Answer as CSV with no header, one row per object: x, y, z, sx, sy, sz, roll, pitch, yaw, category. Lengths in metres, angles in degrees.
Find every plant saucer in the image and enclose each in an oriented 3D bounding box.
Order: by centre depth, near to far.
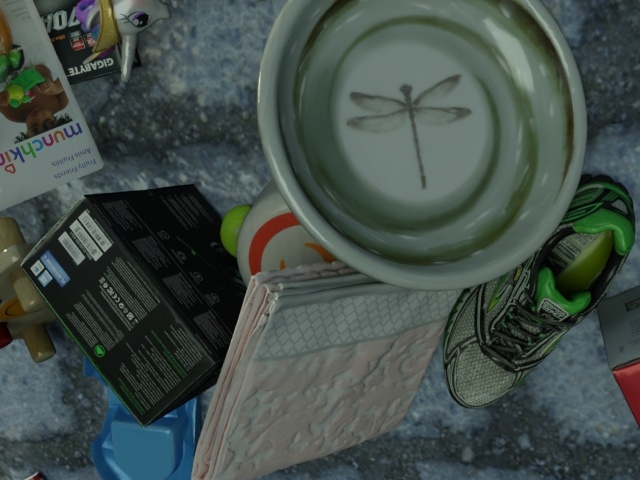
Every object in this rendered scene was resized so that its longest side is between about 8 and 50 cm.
0.113,-0.140,0.984,0.400,0.100,0.401,2,84,-17,plant saucer

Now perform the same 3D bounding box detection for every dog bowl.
-0.256,0.248,1.269,0.165,0.074,0.298,4,107,13,dog bowl

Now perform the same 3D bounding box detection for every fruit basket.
-0.481,-0.188,1.038,0.326,0.165,0.353,-25,102,-19,fruit basket

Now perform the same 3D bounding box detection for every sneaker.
0.256,0.075,1.049,0.134,0.146,0.344,31,112,3,sneaker

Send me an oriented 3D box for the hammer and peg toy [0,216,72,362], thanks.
-0.448,0.106,1.173,0.361,0.266,0.127,-34,77,20,hammer and peg toy

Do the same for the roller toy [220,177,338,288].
0.000,0.000,1.090,0.191,0.146,0.209,-32,106,25,roller toy

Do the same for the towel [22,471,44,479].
-0.470,0.572,1.444,0.237,0.037,0.329,-30,98,20,towel

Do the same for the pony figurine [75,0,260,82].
-0.168,-0.398,0.968,0.363,0.303,0.351,-22,110,4,pony figurine

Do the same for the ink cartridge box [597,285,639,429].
0.449,0.227,0.980,0.130,0.272,0.310,-26,99,20,ink cartridge box

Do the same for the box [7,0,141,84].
-0.368,-0.293,1.141,0.220,0.051,0.175,-9,104,17,box

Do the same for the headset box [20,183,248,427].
-0.185,0.064,1.081,0.131,0.283,0.246,-42,83,19,headset box

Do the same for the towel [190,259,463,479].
0.022,0.155,1.033,0.053,0.331,0.317,47,130,37,towel
